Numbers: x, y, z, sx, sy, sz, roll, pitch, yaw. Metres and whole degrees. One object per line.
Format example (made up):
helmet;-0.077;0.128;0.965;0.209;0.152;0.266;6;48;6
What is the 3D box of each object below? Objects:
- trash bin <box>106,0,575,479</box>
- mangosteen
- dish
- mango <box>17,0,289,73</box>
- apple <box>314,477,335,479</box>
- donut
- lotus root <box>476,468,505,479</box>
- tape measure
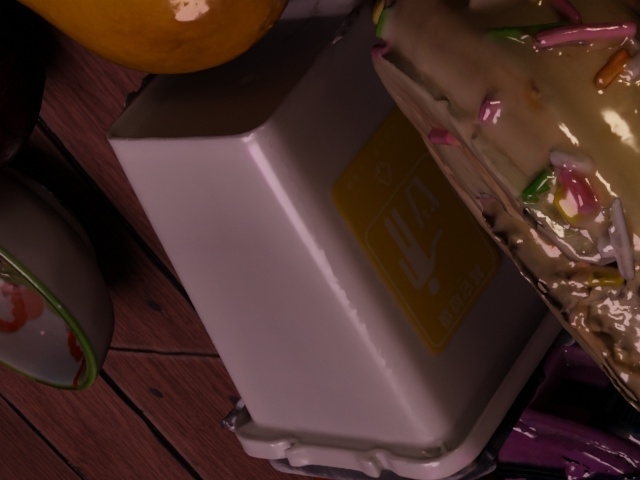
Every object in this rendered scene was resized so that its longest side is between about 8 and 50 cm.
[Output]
trash bin;0.000;0.000;1.509;0.296;0.256;0.368;3;135;44
mangosteen;-0.352;-0.131;1.658;0.216;0.216;0.216;23;151;14
dish;-0.327;0.005;1.949;0.324;0.124;0.324;30;155;16
mango;-0.137;-0.212;1.399;0.317;0.119;0.176;14;123;38
apple;0.078;0.234;1.905;0.163;0.139;0.163;27;165;8
donut;0.169;-0.056;1.243;0.307;0.150;0.371;51;179;30
lotus root;0.132;0.255;1.767;0.142;0.210;0.314;-24;129;22
tape measure;0.249;0.186;1.638;0.245;0.149;0.231;12;148;39
